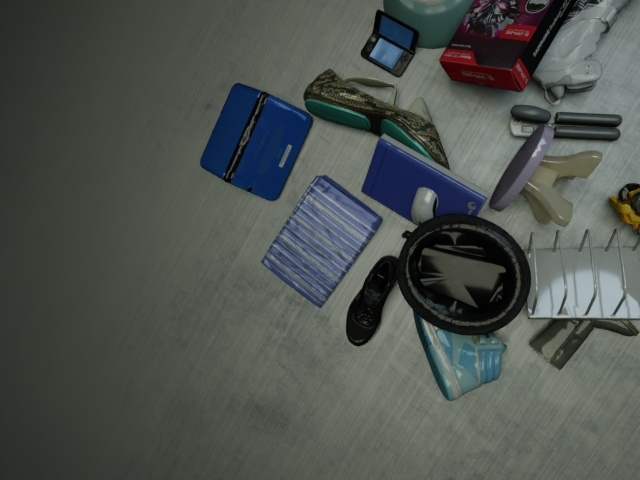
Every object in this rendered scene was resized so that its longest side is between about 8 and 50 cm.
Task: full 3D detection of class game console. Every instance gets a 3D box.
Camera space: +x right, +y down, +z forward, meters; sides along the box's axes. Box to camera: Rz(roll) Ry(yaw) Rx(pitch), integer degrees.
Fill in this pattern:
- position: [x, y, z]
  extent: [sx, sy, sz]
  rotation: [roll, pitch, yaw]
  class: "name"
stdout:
- position: [-0.204, -0.307, 1.740]
  extent: [0.250, 0.173, 0.293]
  rotation: [23, 97, -17]
  class: "game console"
- position: [0.194, -0.559, 1.599]
  extent: [0.144, 0.085, 0.124]
  rotation: [34, 99, 13]
  class: "game console"

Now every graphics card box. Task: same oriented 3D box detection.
- position: [0.494, -0.570, 1.424]
  extent: [0.233, 0.094, 0.370]
  rotation: [30, 87, 46]
  class: "graphics card box"

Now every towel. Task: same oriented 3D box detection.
- position: [0.000, 0.000, 1.684]
  extent: [0.243, 0.040, 0.336]
  rotation: [37, 101, 11]
  class: "towel"

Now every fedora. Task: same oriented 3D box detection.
- position: [0.374, 0.088, 1.479]
  extent: [0.334, 0.152, 0.333]
  rotation: [-1, 87, 15]
  class: "fedora"

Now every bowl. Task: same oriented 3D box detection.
- position: [0.313, -0.705, 1.529]
  extent: [0.312, 0.163, 0.311]
  rotation: [0, 89, 15]
  class: "bowl"

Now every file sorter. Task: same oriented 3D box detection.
- position: [0.660, 0.080, 1.393]
  extent: [0.278, 0.173, 0.192]
  rotation: [-2, 64, 17]
  class: "file sorter"

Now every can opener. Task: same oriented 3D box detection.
- position: [0.642, -0.305, 1.479]
  extent: [0.281, 0.093, 0.074]
  rotation: [7, 91, 11]
  class: "can opener"

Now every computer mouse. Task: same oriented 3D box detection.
- position: [0.275, -0.061, 1.532]
  extent: [0.106, 0.042, 0.192]
  rotation: [23, 140, 26]
  class: "computer mouse"

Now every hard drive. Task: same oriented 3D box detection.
- position: [0.275, -0.131, 1.534]
  extent: [0.319, 0.040, 0.210]
  rotation: [32, 142, 13]
  class: "hard drive"

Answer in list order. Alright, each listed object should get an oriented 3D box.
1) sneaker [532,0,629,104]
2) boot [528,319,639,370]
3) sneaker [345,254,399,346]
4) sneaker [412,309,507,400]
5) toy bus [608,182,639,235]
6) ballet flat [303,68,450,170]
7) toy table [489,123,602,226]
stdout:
- position: [0.695, -0.515, 1.440]
  extent: [0.366, 0.137, 0.210]
  rotation: [-32, 82, 18]
  class: "sneaker"
- position: [0.686, 0.255, 1.468]
  extent: [0.190, 0.076, 0.208]
  rotation: [38, 93, 27]
  class: "boot"
- position: [0.136, 0.171, 1.594]
  extent: [0.107, 0.124, 0.283]
  rotation: [24, 96, 15]
  class: "sneaker"
- position: [0.384, 0.256, 1.540]
  extent: [0.208, 0.127, 0.318]
  rotation: [-17, 73, -3]
  class: "sneaker"
- position: [0.864, -0.053, 1.398]
  extent: [0.221, 0.149, 0.211]
  rotation: [-17, 101, 17]
  class: "toy bus"
- position: [0.183, -0.357, 1.580]
  extent: [0.483, 0.164, 0.182]
  rotation: [31, 77, 15]
  class: "ballet flat"
- position: [0.569, -0.155, 1.432]
  extent: [0.161, 0.274, 0.252]
  rotation: [26, 63, 4]
  class: "toy table"
